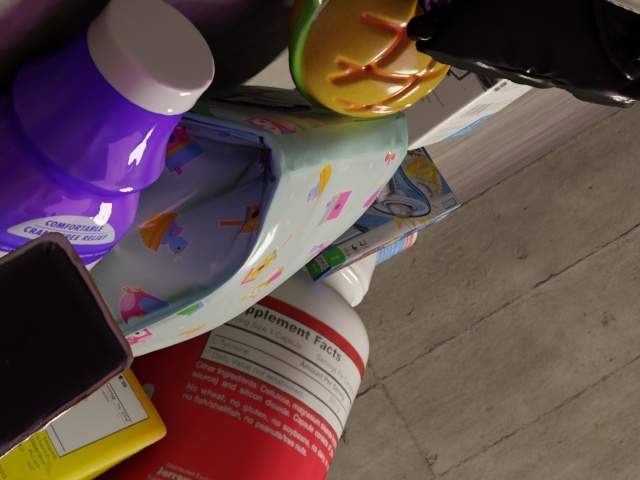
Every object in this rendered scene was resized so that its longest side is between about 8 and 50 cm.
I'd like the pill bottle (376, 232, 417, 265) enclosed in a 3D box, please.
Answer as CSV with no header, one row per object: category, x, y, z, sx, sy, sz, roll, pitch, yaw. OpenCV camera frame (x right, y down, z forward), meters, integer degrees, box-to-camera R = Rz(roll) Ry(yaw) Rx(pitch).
pill bottle,0.000,0.000,1.582,0.221,0.124,0.124,-27,173,-21

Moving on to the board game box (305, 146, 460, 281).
board game box,0.035,-0.054,1.280,0.201,0.136,0.035,-26,171,-41

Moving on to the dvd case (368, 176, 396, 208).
dvd case,-0.040,-0.049,1.130,0.221,0.018,0.165,-30,139,-12

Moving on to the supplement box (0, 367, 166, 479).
supplement box,-0.309,0.148,0.994,0.195,0.194,0.356,-33,173,17

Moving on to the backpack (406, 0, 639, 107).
backpack,0.140,-0.178,0.731,0.115,0.151,0.182,-21,125,-84

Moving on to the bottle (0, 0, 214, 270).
bottle,-0.167,-0.026,0.730,0.118,0.092,0.283,7,143,-45

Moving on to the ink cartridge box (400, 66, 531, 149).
ink cartridge box,0.161,-0.175,1.151,0.203,0.086,0.148,-35,173,27

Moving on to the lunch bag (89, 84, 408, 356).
lunch bag,-0.082,-0.025,0.897,0.262,0.160,0.223,-28,175,27

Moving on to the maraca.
maraca,0.034,-0.146,0.792,0.127,0.099,0.186,-33,153,-12

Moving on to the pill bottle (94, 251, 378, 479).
pill bottle,-0.087,0.160,1.272,0.408,0.229,0.229,-68,-170,-24

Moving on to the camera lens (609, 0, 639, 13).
camera lens,0.180,-0.195,0.519,0.219,0.219,0.274,-34,173,23

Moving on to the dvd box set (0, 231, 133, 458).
dvd box set,-0.286,0.130,0.546,0.307,0.062,0.420,-34,-173,-32
